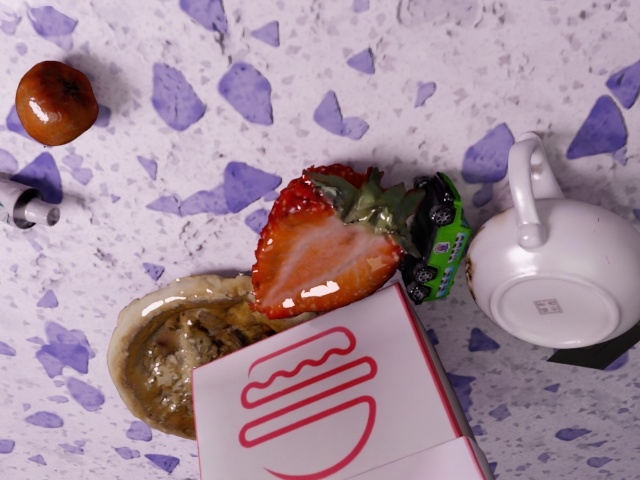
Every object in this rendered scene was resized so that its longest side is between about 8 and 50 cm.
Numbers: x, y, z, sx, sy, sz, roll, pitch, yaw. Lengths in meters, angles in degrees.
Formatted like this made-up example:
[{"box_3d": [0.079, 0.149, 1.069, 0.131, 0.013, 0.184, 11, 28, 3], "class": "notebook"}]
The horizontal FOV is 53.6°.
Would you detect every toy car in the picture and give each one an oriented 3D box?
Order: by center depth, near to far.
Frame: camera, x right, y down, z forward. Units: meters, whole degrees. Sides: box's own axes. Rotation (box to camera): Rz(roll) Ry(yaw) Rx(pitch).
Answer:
[{"box_3d": [0.136, -0.001, 0.753, 0.062, 0.071, 0.165, -2, 130, -15], "class": "toy car"}]

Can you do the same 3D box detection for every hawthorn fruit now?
[{"box_3d": [-0.279, -0.135, 0.656, 0.093, 0.081, 0.081, -28, 123, 37], "class": "hawthorn fruit"}]

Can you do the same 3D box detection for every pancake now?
[{"box_3d": [-0.125, 0.179, 0.901, 0.356, 0.065, 0.356, -2, 124, -3], "class": "pancake"}]

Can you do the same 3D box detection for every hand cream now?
[{"box_3d": [-0.431, -0.048, 0.749, 0.256, 0.050, 0.084, 5, 127, 6], "class": "hand cream"}]

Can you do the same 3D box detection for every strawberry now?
[{"box_3d": [0.011, 0.009, 0.748, 0.174, 0.098, 0.228, 19, 130, -12], "class": "strawberry"}]

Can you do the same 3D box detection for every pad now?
[{"box_3d": [0.408, 0.115, 0.852, 0.127, 0.004, 0.190, 13, 130, -29], "class": "pad"}]

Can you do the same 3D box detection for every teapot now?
[{"box_3d": [0.269, 0.024, 0.724, 0.204, 0.139, 0.298, -1, 135, 32], "class": "teapot"}]

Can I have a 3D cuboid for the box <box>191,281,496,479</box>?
[{"box_3d": [0.045, 0.292, 0.786, 0.312, 0.300, 0.314, -24, 135, 6], "class": "box"}]
